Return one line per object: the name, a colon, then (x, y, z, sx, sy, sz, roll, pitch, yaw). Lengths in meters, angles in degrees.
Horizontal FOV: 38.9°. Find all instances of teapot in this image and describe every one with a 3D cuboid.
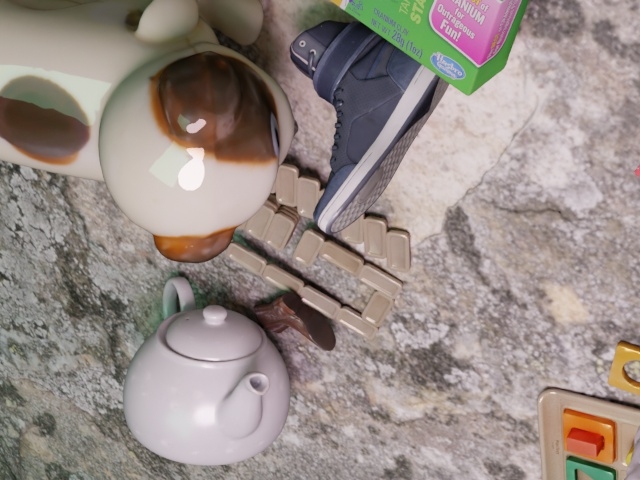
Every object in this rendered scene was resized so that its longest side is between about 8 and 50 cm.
teapot: (-0.157, 0.174, 1.268, 0.256, 0.252, 0.187, 12, 112, 14)

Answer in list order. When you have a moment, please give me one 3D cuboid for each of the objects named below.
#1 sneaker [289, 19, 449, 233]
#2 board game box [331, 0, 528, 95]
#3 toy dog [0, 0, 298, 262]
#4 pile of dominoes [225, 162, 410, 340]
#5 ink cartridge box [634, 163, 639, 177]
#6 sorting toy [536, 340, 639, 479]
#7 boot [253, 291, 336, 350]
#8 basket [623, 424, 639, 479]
sneaker: (0.016, -0.131, 0.970, 0.163, 0.226, 0.086, 31, 171, 14)
board game box: (0.093, -0.314, 0.797, 0.242, 0.064, 0.316, 39, 150, 19)
toy dog: (-0.210, -0.162, 0.974, 0.408, 0.395, 0.284, 31, 123, 25)
pile of dominoes: (0.000, 0.000, 1.182, 0.251, 0.040, 0.196, 30, 132, 4)
ink cartridge box: (0.377, -0.068, 0.833, 0.135, 0.056, 0.099, 35, 152, 10)
sorting toy: (0.359, 0.276, 1.095, 0.196, 0.047, 0.347, 7, 122, 31)
boot: (-0.039, 0.120, 1.263, 0.106, 0.037, 0.114, 49, 148, -6)
basket: (0.487, 0.235, 0.791, 0.331, 0.328, 0.266, 47, 131, 0)
